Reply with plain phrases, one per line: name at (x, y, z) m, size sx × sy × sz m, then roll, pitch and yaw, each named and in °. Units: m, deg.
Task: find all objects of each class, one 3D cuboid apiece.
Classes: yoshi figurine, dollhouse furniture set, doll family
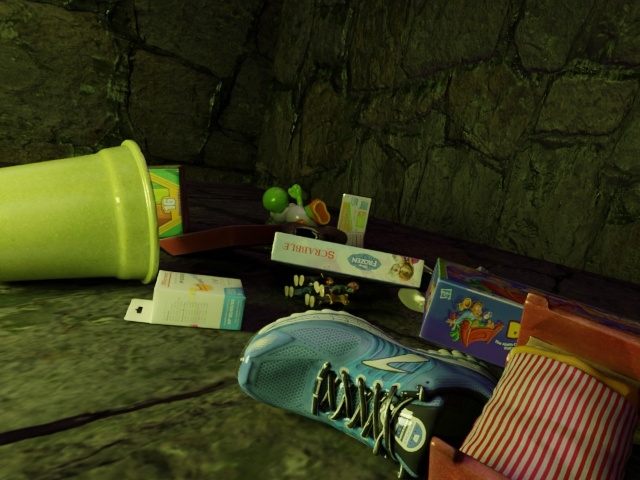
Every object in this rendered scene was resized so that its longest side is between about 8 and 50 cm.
yoshi figurine at (-0.129, -0.123, 1.819) m, size 0.204 × 0.202 × 0.362 m, roll -2°, pitch 12°, yaw -31°
dollhouse furniture set at (0.276, 0.204, 0.292) m, size 0.374 × 0.152 × 0.201 m, roll 21°, pitch 38°, yaw 30°
doll family at (0.008, 0.107, 0.966) m, size 0.112 × 0.075 × 0.193 m, roll -1°, pitch 11°, yaw -33°

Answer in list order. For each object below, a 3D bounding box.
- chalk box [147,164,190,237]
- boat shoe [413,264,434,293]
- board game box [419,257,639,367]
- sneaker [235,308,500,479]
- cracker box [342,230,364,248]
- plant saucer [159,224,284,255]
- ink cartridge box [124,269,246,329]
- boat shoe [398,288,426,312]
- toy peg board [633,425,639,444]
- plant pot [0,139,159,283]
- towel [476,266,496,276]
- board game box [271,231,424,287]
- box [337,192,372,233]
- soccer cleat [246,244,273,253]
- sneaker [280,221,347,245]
chalk box at (-0.505, -0.102, 1.199) m, size 0.289 × 0.180 × 0.179 m, roll -5°, pitch 13°, yaw -11°
boat shoe at (0.276, 0.106, 1.263) m, size 0.224 × 0.080 × 0.073 m, roll 22°, pitch 8°, yaw 29°
board game box at (0.319, 0.126, 0.625) m, size 0.347 × 0.078 × 0.233 m, roll 18°, pitch 9°, yaw 12°
sneaker at (0.069, 0.168, 0.507) m, size 0.330 × 0.129 × 0.147 m, roll 11°, pitch 7°, yaw -3°
cracker box at (0.006, 0.004, 1.410) m, size 0.233 × 0.067 × 0.156 m, roll 3°, pitch -3°, yaw -7°
plant saucer at (-0.237, 0.000, 1.172) m, size 0.259 × 0.047 × 0.259 m, roll -9°, pitch -3°, yaw 31°
ink cartridge box at (-0.225, 0.098, 0.770) m, size 0.182 × 0.061 × 0.104 m, roll 8°, pitch 10°, yaw -17°
boat shoe at (0.247, 0.148, 1.086) m, size 0.133 × 0.048 × 0.042 m, roll 21°, pitch 8°, yaw 38°
toy peg board at (0.412, 0.228, 0.707) m, size 0.161 × 0.079 × 0.161 m, roll 11°, pitch 9°, yaw -3°
plant pot at (-0.451, -0.035, 0.803) m, size 0.254 × 0.275 × 0.276 m, roll -10°, pitch 20°, yaw -34°
towel at (0.441, 0.157, 1.032) m, size 0.235 × 0.121 × 0.284 m, roll 15°, pitch 10°, yaw 18°
board game box at (0.048, 0.056, 1.097) m, size 0.319 × 0.065 × 0.318 m, roll 11°, pitch -6°, yaw -1°
box at (0.132, -0.078, 1.805) m, size 0.114 × 0.203 × 0.103 m, roll 11°, pitch 9°, yaw 8°
soccer cleat at (-0.200, 0.004, 1.398) m, size 0.179 × 0.060 × 0.072 m, roll 18°, pitch 0°, yaw -1°
sneaker at (-0.007, -0.004, 1.169) m, size 0.189 × 0.066 × 0.071 m, roll 7°, pitch 12°, yaw -24°
